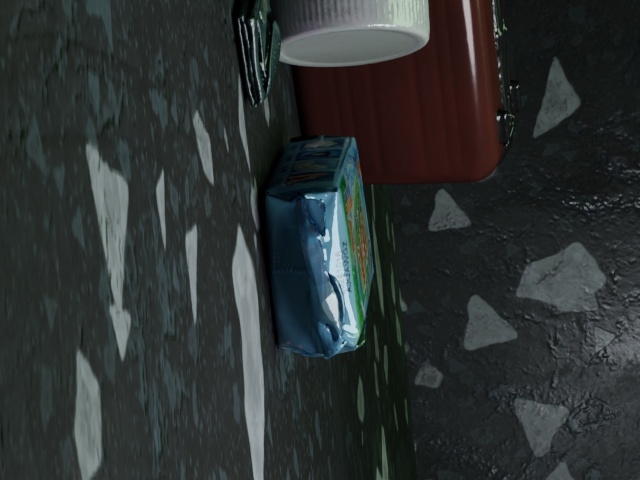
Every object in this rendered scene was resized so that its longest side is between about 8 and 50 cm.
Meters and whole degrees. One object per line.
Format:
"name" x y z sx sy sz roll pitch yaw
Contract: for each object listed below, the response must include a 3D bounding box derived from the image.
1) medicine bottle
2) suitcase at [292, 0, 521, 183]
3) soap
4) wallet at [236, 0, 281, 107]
"medicine bottle" 0.016 -0.308 1.787 0.165 0.165 0.273 55 30 -79
"suitcase" 0.084 -0.211 2.061 0.161 0.236 0.297 -64 150 -58
"soap" 0.000 0.000 1.761 0.293 0.077 0.156 -75 159 -74
"wallet" -0.051 -0.174 1.663 0.129 0.026 0.088 -84 168 -63
